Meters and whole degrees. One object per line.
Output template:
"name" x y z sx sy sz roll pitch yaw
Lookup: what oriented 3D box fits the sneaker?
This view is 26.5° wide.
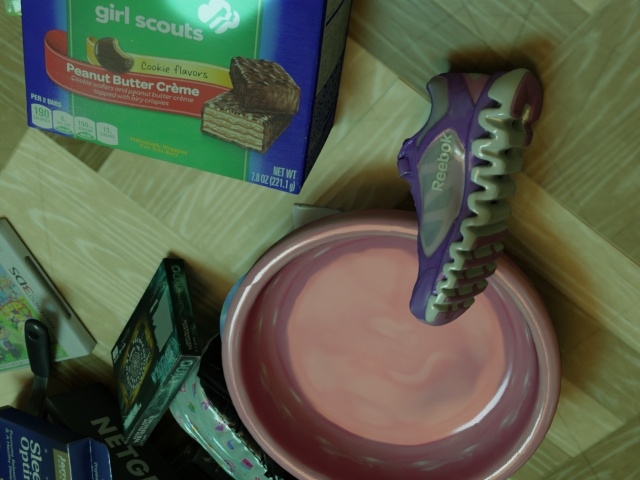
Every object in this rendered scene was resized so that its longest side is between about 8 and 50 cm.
"sneaker" 0.113 -0.045 1.194 0.104 0.095 0.237 19 99 24

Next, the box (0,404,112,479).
"box" -0.313 0.279 1.574 0.225 0.036 0.137 8 105 47

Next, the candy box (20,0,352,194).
"candy box" -0.111 -0.219 1.156 0.268 0.122 0.317 14 131 7

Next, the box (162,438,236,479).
"box" -0.153 0.349 1.696 0.183 0.059 0.232 45 130 -14

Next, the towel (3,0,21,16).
"towel" -0.258 -0.269 1.253 0.113 0.023 0.152 10 131 17

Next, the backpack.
"backpack" -0.077 0.185 1.475 0.182 0.152 0.115 45 135 -8

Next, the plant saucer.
"plant saucer" 0.071 0.111 1.344 0.332 0.084 0.332 4 117 9

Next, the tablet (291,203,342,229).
"tablet" 0.000 0.000 1.375 0.054 0.006 0.083 8 130 18

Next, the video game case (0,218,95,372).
"video game case" -0.396 0.075 1.600 0.212 0.023 0.193 -13 121 32

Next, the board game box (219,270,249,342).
"board game box" -0.021 0.090 1.422 0.168 0.033 0.133 39 111 -10

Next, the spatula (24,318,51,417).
"spatula" -0.339 0.176 1.627 0.084 0.030 0.296 23 141 7

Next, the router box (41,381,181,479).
"router box" -0.234 0.358 1.593 0.309 0.081 0.243 43 129 34

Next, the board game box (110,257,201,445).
"board game box" -0.182 0.124 1.483 0.026 0.126 0.186 5 141 -27
